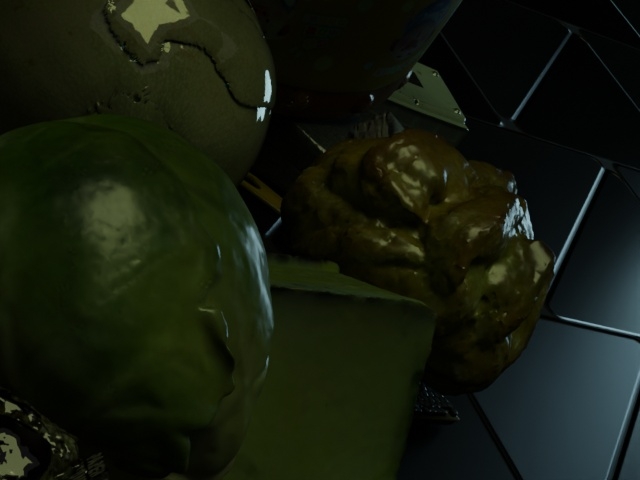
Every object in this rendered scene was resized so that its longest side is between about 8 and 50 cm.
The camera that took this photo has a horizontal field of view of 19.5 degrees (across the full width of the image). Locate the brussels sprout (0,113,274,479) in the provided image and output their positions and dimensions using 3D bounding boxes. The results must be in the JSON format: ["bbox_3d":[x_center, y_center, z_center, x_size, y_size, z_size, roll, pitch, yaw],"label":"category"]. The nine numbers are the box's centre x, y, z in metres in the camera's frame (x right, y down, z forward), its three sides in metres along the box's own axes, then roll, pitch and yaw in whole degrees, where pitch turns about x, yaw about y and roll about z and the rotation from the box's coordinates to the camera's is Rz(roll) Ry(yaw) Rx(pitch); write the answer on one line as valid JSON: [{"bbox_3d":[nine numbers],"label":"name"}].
[{"bbox_3d":[-0.133,0.041,1.148,0.244,0.244,0.244,28,27,-16],"label":"brussels sprout"}]

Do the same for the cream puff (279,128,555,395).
[{"bbox_3d":[0.082,0.018,1.533,0.244,0.196,0.244,31,13,-8],"label":"cream puff"}]

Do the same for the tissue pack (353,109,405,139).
[{"bbox_3d":[0.088,-0.034,1.741,0.156,0.051,0.112,47,29,-37],"label":"tissue pack"}]

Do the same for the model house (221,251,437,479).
[{"bbox_3d":[-0.062,0.091,1.376,0.194,0.170,0.211,4,12,-37],"label":"model house"}]

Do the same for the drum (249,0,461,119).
[{"bbox_3d":[-0.046,-0.327,1.750,0.431,0.214,0.431,21,38,-17],"label":"drum"}]

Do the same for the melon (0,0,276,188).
[{"bbox_3d":[-0.173,-0.120,1.392,0.268,0.268,0.330,18,18,-32],"label":"melon"}]

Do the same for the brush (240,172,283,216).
[{"bbox_3d":[0.000,0.000,1.698,0.205,0.011,0.083,40,27,9],"label":"brush"}]

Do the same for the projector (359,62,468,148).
[{"bbox_3d":[0.076,-0.156,1.989,0.147,0.061,0.115,18,30,-34],"label":"projector"}]

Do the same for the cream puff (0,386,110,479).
[{"bbox_3d":[-0.190,0.158,1.034,0.183,0.169,0.183,28,26,-15],"label":"cream puff"}]

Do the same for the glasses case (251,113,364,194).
[{"bbox_3d":[-0.100,-0.161,1.769,0.323,0.074,0.131,38,25,4],"label":"glasses case"}]

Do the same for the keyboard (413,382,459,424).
[{"bbox_3d":[0.060,0.131,1.548,0.129,0.015,0.049,9,37,-43],"label":"keyboard"}]
